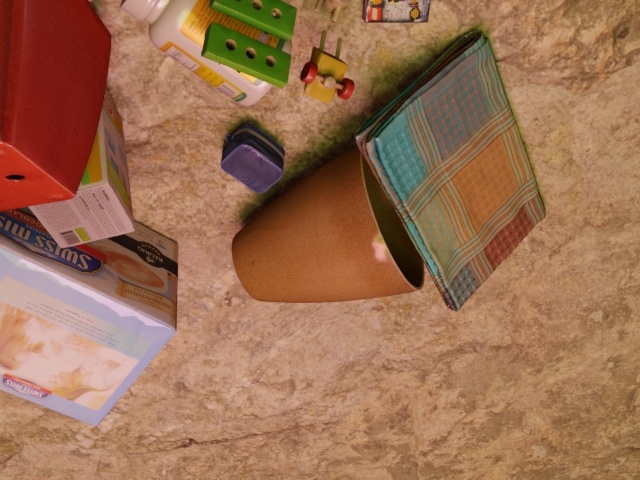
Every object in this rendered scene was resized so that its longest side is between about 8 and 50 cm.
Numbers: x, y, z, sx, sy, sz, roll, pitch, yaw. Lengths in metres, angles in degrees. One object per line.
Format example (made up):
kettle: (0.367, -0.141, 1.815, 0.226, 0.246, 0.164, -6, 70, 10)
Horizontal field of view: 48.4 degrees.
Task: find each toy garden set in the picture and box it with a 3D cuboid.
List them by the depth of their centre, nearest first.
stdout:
toy garden set: (-0.045, -0.301, 0.917, 0.204, 0.244, 0.049, 16, 160, -28)

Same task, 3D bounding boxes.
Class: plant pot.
plant pot: (-0.396, -0.166, 0.785, 0.268, 0.235, 0.267, -8, 165, 2)
plant pot: (0.000, 0.000, 1.106, 0.254, 0.237, 0.237, -19, 125, 20)

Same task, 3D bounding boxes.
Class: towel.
towel: (0.225, -0.098, 1.107, 0.271, 0.040, 0.370, -44, 124, -18)

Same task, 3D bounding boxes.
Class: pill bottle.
pill bottle: (-0.151, -0.281, 0.941, 0.208, 0.117, 0.117, 31, 111, -26)

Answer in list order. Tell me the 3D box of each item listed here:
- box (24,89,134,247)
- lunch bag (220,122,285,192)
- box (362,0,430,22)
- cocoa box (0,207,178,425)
box: (-0.322, -0.111, 0.948, 0.103, 0.203, 0.114, -14, 148, -3)
lunch bag: (-0.105, -0.129, 1.078, 0.067, 0.065, 0.098, -35, 124, 30)
box: (0.110, -0.372, 0.986, 0.094, 0.027, 0.137, -3, 123, -8)
cocoa box: (-0.413, 0.069, 1.044, 0.347, 0.228, 0.231, 31, 112, -26)
